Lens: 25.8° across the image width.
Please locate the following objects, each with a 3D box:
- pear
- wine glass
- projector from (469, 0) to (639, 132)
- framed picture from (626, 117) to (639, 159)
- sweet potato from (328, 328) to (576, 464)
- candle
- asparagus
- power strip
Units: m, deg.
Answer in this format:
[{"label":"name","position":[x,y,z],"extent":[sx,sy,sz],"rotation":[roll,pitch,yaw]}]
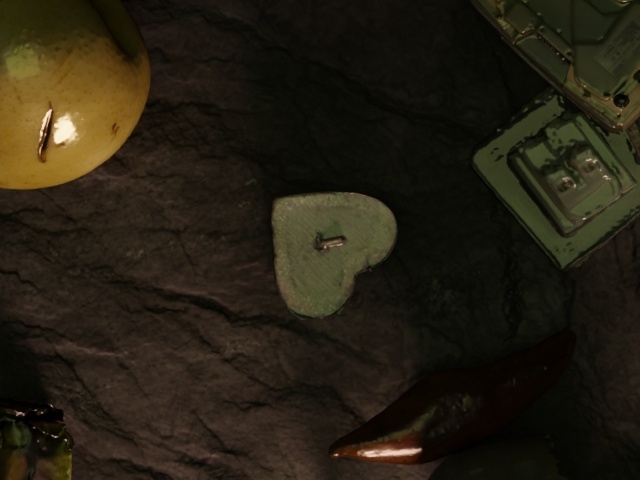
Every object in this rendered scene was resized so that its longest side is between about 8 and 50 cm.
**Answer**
[{"label":"pear","position":[-0.373,-0.215,1.771],"extent":[0.309,0.309,0.309],"rotation":[0,92,5]},{"label":"wine glass","position":[0.186,0.389,1.770],"extent":[0.323,0.238,0.238],"rotation":[-26,89,3]},{"label":"projector","position":[0.343,-0.289,1.775],"extent":[0.269,0.088,0.193],"rotation":[44,95,12]},{"label":"framed picture","position":[0.501,-0.203,1.796],"extent":[0.247,0.022,0.335],"rotation":[-24,81,6]},{"label":"sweet potato","position":[0.177,0.219,1.821],"extent":[0.359,0.112,0.112],"rotation":[-19,90,-12]},{"label":"candle","position":[0.000,0.000,1.850],"extent":[0.168,0.068,0.192],"rotation":[43,93,-1]},{"label":"asparagus","position":[-0.397,0.401,1.878],"extent":[0.108,0.128,0.382],"rotation":[5,94,41]},{"label":"power strip","position":[0.328,-0.092,1.819],"extent":[0.198,0.064,0.213],"rotation":[-41,88,6]}]
